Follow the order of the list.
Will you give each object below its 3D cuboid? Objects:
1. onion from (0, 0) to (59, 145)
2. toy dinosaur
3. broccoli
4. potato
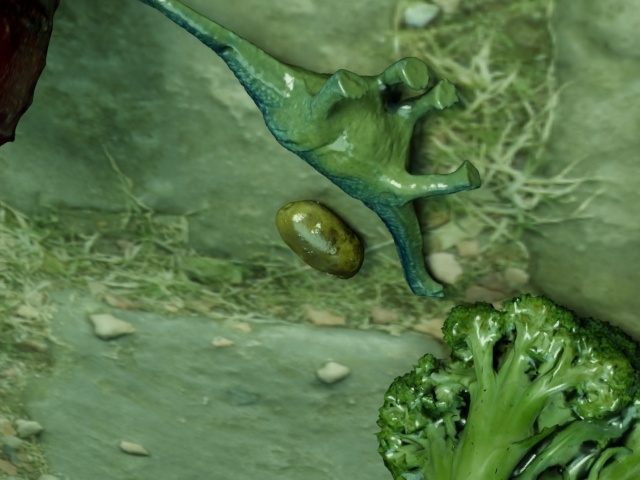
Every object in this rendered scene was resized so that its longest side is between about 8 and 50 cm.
[{"bbox_3d":[-0.292,-0.195,0.649,0.336,0.282,0.260,32,87,-3],"label":"onion"},{"bbox_3d":[0.017,-0.080,0.815,0.147,0.076,0.363,-22,126,42],"label":"toy dinosaur"},{"bbox_3d":[0.160,0.212,0.888,0.321,0.283,0.304,53,127,7],"label":"broccoli"},{"bbox_3d":[0.000,0.000,0.910,0.083,0.040,0.051,39,129,-18],"label":"potato"}]
